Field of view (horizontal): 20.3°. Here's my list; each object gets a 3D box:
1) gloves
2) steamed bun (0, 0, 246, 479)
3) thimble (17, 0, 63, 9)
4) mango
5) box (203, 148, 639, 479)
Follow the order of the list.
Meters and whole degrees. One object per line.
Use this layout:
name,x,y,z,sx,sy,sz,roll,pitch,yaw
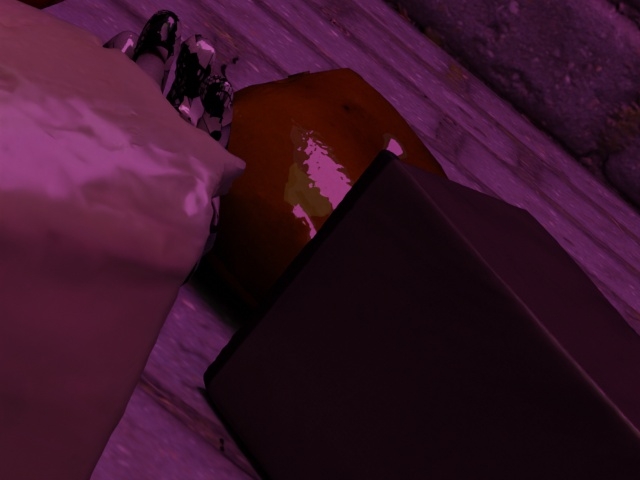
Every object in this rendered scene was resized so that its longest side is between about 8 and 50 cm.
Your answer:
gloves,-0.120,-0.058,1.100,0.128,0.111,0.212,3,31,-8
steamed bun,-0.144,0.016,0.590,0.200,0.225,0.170,29,19,-32
thimble,-0.228,-0.326,1.169,0.350,0.350,0.230,19,27,-54
mango,0.000,0.000,1.180,0.236,0.136,0.166,48,30,11
box,0.092,0.109,0.983,0.153,0.188,0.252,20,23,-52
